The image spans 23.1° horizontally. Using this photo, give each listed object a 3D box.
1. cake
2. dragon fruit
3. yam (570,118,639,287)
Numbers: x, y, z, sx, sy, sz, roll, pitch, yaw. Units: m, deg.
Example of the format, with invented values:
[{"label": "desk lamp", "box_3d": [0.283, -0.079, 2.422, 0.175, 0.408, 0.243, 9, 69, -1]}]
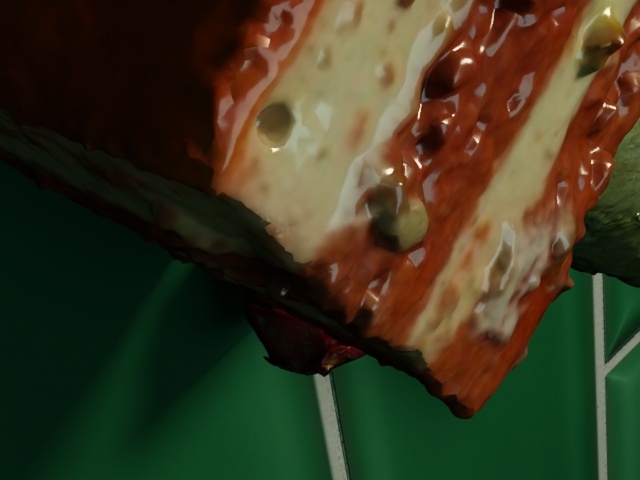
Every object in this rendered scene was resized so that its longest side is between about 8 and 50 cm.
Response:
[{"label": "cake", "box_3d": [-0.008, -0.106, 0.757, 0.319, 0.270, 0.269, 32, 84, -52]}, {"label": "dragon fruit", "box_3d": [0.000, 0.000, 0.959, 0.153, 0.153, 0.111, -46, 112, -23]}, {"label": "yam", "box_3d": [0.184, -0.083, 1.080, 0.300, 0.195, 0.195, 24, 91, -53]}]
